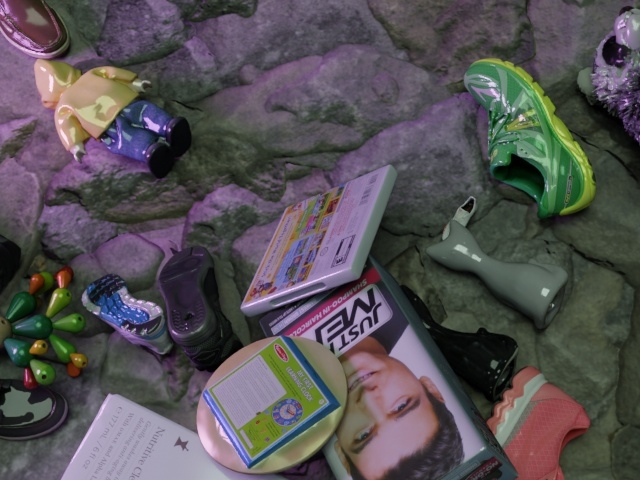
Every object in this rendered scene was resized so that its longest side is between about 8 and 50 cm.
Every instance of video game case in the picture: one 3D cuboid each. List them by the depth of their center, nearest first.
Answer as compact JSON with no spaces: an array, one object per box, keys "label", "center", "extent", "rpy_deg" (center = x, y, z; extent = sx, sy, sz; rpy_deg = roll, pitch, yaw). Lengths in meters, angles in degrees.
[{"label":"video game case","center":[0.000,0.000,1.663],"extent":[0.206,0.026,0.227],"rpy_deg":[-21,31,35]}]

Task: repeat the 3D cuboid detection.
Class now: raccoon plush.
[{"label":"raccoon plush","center":[0.517,-0.129,1.732],"extent":[0.216,0.299,0.447],"rpy_deg":[-5,96,-13]}]

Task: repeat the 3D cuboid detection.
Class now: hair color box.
[{"label":"hair color box","center":[0.079,0.202,1.532],"extent":[0.185,0.113,0.374],"rpy_deg":[-37,48,7]}]

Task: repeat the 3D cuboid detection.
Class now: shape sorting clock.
[{"label":"shape sorting clock","center":[-0.062,0.211,1.503],"extent":[0.206,0.040,0.206],"rpy_deg":[-14,49,16]}]

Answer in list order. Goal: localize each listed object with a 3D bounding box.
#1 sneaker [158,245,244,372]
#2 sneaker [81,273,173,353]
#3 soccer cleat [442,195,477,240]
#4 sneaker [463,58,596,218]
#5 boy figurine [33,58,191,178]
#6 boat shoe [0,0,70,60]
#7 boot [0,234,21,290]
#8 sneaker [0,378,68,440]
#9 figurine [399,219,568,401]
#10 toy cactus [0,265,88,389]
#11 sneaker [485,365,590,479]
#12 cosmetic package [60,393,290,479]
[{"label":"sneaker","center":[-0.176,0.108,1.709],"extent":[0.087,0.130,0.227],"rpy_deg":[-21,36,1]},{"label":"sneaker","center":[-0.284,0.117,1.719],"extent":[0.071,0.083,0.190],"rpy_deg":[-42,44,-17]},{"label":"soccer cleat","center":[0.210,-0.031,1.753],"extent":[0.029,0.036,0.083],"rpy_deg":[33,72,19]},{"label":"sneaker","center":[0.298,-0.159,1.765],"extent":[0.123,0.109,0.296],"rpy_deg":[-27,65,-12]},{"label":"boy figurine","center":[-0.354,-0.202,1.866],"extent":[0.285,0.092,0.177],"rpy_deg":[27,70,18]},{"label":"boat shoe","center":[-0.527,-0.409,1.979],"extent":[0.095,0.095,0.257],"rpy_deg":[-42,67,-14]},{"label":"boot","center":[-0.738,0.042,1.753],"extent":[0.445,0.146,0.367],"rpy_deg":[28,60,14]},{"label":"sneaker","center":[-0.480,0.227,1.655],"extent":[0.222,0.118,0.083],"rpy_deg":[3,65,8]},{"label":"figurine","center":[0.216,0.088,1.671],"extent":[0.209,0.092,0.215],"rpy_deg":[30,71,23]},{"label":"toy cactus","center":[-0.433,0.132,1.700],"extent":[0.180,0.112,0.219],"rpy_deg":[-7,54,-6]},{"label":"sneaker","center":[0.251,0.318,1.538],"extent":[0.136,0.116,0.314],"rpy_deg":[30,71,17]},{"label":"cosmetic package","center":[-0.150,0.388,1.523],"extent":[0.385,0.156,0.217],"rpy_deg":[21,67,16]}]
